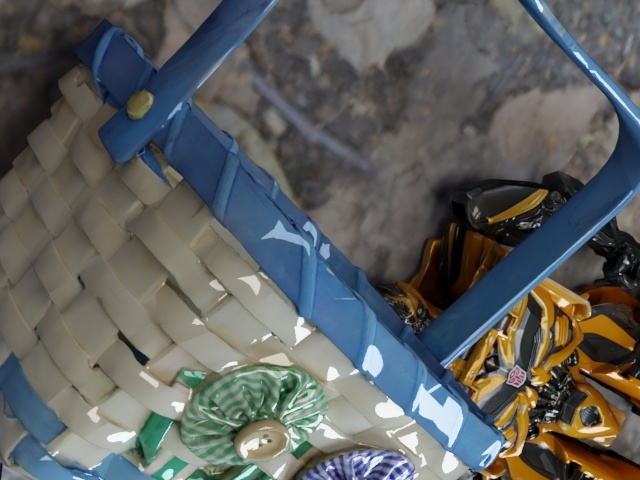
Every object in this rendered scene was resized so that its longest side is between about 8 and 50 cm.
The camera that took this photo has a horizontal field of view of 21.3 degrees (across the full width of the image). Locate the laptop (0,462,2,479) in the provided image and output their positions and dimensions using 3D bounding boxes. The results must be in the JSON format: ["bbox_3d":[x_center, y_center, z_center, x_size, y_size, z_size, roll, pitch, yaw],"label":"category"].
[{"bbox_3d":[-0.288,0.212,0.628,0.236,0.408,0.382,8,104,2],"label":"laptop"}]

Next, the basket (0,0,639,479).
[{"bbox_3d":[0.000,0.000,0.733,0.289,0.201,0.255,-49,136,1],"label":"basket"}]

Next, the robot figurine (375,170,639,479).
[{"bbox_3d":[0.142,0.090,0.926,0.291,0.085,0.211,28,90,-35],"label":"robot figurine"}]
